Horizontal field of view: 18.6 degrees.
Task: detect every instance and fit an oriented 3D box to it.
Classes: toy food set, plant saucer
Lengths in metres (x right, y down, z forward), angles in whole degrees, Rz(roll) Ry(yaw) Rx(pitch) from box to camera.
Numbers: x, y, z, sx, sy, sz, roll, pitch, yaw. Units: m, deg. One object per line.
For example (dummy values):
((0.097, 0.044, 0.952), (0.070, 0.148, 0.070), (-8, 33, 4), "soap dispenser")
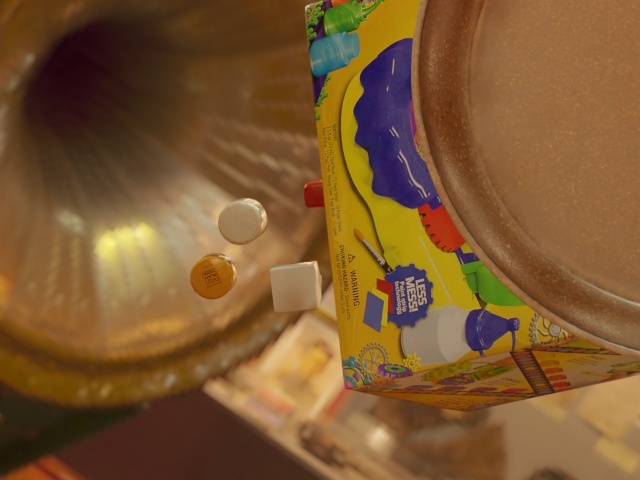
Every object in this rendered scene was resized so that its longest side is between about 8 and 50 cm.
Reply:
((0.000, 0.000, 1.775), (0.232, 0.111, 0.104), (-7, 5, 6), "toy food set")
((0.203, -0.086, 1.042), (0.310, 0.310, 0.050), (35, -4, 5), "plant saucer")

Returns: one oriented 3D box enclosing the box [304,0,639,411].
((0.161, -0.051, 1.388), (0.279, 0.290, 0.177), (-16, -18, 31), "box")
